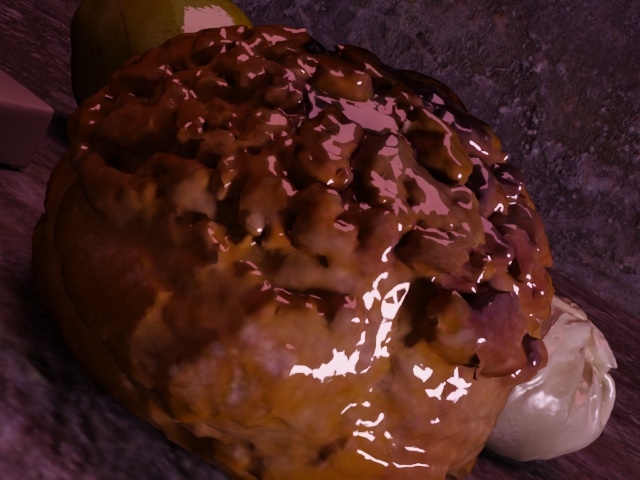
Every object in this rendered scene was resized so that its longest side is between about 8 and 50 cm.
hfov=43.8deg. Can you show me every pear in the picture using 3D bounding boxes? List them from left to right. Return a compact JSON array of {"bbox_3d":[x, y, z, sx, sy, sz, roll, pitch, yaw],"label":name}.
[{"bbox_3d":[-0.149,-0.162,0.841,0.269,0.212,0.212,50,15,10],"label":"pear"}]

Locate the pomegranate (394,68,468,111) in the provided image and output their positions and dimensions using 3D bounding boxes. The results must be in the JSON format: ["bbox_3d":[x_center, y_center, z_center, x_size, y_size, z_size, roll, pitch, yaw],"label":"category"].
[{"bbox_3d":[0.087,-0.094,1.141,0.285,0.285,0.341,32,37,2],"label":"pomegranate"}]

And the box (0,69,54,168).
[{"bbox_3d":[-0.403,-0.178,0.609,0.353,0.069,0.214,34,11,17],"label":"box"}]

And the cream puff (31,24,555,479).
[{"bbox_3d":[0.000,0.000,0.496,0.327,0.231,0.343,36,12,36],"label":"cream puff"}]

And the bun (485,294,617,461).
[{"bbox_3d":[0.174,0.102,0.748,0.229,0.145,0.229,32,14,-9],"label":"bun"}]
